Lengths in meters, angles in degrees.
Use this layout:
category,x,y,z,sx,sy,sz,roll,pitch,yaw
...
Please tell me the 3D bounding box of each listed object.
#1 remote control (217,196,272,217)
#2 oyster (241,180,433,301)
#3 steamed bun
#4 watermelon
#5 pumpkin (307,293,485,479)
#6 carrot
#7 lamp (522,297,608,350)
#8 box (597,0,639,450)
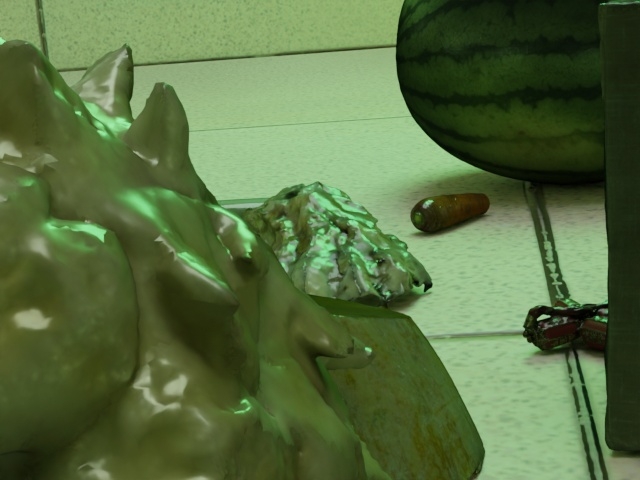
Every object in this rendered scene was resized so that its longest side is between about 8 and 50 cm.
category,x,y,z,sx,sy,sz,roll,pitch,yaw
remote control,-0.131,-0.016,1.195,0.310,0.038,0.090,-3,-2,5
oyster,0.009,0.000,1.038,0.133,0.072,0.209,-9,16,-5
steamed bun,-0.069,0.032,0.477,0.295,0.292,0.137,41,79,19
watermelon,0.255,-0.195,1.302,0.359,0.278,0.279,3,15,14
pumpkin,-0.025,0.073,0.696,0.217,0.110,0.217,-5,8,1
carrot,0.119,-0.028,1.195,0.093,0.032,0.032,-12,15,-43
lamp,0.180,0.055,0.839,0.083,0.031,0.063,9,20,30
box,0.228,-0.021,0.700,0.155,0.231,0.149,-1,14,13
